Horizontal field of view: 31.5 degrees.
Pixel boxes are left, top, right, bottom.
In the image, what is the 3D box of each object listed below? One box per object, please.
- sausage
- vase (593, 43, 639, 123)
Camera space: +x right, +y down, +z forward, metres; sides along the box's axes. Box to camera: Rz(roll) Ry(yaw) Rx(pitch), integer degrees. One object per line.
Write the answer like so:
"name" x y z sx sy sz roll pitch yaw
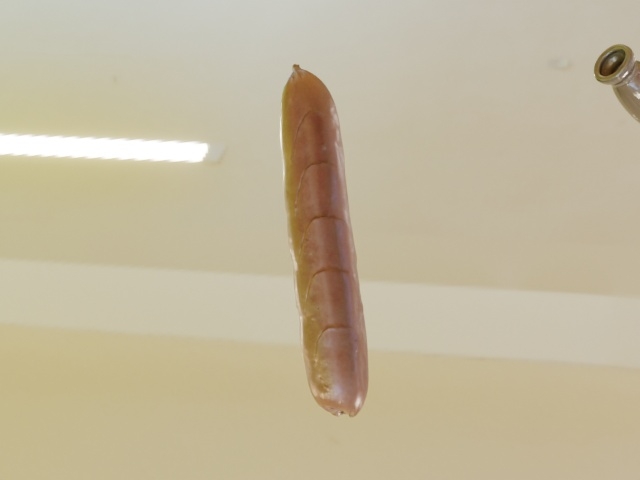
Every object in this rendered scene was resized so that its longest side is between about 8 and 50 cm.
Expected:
"sausage" 0.002 -0.001 1.359 0.088 0.433 0.088 -8 179 0
"vase" 0.315 -0.149 1.118 0.053 0.100 0.053 -35 -142 34
